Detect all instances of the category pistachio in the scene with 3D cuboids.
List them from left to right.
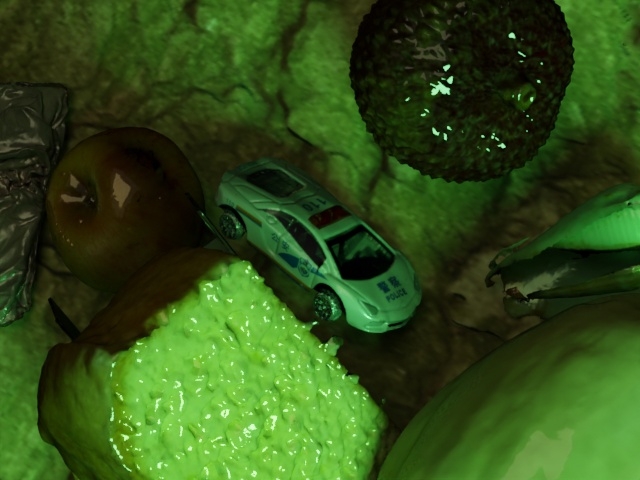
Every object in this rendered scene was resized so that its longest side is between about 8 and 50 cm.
[{"bbox_3d":[0.163,0.160,1.110,0.293,0.162,0.181,-42,51,-4],"label":"pistachio"}]

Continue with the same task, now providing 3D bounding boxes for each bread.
[{"bbox_3d":[-0.088,0.136,1.132,0.179,0.340,0.194,16,64,46],"label":"bread"}]

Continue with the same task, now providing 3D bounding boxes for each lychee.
[{"bbox_3d":[0.114,-0.139,1.244,0.194,0.194,0.194,-6,67,14],"label":"lychee"}]

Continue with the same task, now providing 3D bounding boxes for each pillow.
[{"bbox_3d":[-0.313,-0.038,1.393,0.135,0.049,0.248,4,72,13],"label":"pillow"}]

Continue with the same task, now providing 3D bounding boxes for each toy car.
[{"bbox_3d":[0.000,0.000,1.259,0.205,0.056,0.095,39,41,27],"label":"toy car"}]

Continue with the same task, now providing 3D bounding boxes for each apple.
[{"bbox_3d":[-0.169,-0.030,1.302,0.146,0.146,0.146,-6,67,14],"label":"apple"}]

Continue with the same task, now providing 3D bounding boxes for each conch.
[{"bbox_3d":[0.216,0.023,1.206,0.170,0.079,0.105,-27,56,21],"label":"conch"}]

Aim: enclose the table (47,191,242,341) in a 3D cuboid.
[{"bbox_3d":[-0.110,0.076,1.248,0.146,0.175,0.062,-37,24,-2],"label":"table"}]
